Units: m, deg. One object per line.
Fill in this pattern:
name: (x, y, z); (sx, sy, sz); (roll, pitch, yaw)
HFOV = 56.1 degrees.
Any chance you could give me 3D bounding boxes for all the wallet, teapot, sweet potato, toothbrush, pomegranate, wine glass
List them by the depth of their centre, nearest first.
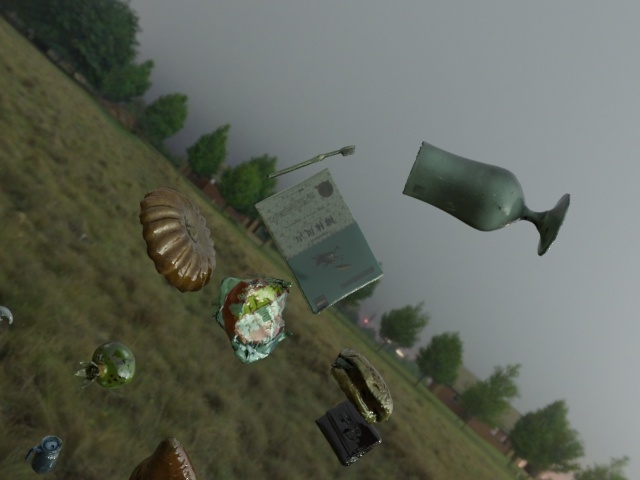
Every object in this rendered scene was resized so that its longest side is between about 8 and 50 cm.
wine glass: (0.244, -0.067, 0.908); (0.231, 0.103, 0.103); (24, -4, 7)
sweet potato: (-0.267, 0.421, 0.987); (0.112, 0.359, 0.112); (14, 41, -12)
teapot: (-0.595, 0.459, 1.289); (0.063, 0.083, 0.049); (19, 26, -20)
toothbrush: (-0.029, -0.247, 1.886); (0.026, 0.294, 0.028); (74, -1, -62)
pomegranate: (-0.713, 0.418, 1.983); (0.220, 0.156, 0.156); (-4, 36, -47)
wallet: (0.105, 0.717, 2.263); (0.229, 0.182, 0.049); (50, -15, 47)

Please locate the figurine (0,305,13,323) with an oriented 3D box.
figurine: (-1.041, 0.239, 1.870); (0.192, 0.126, 0.147); (-14, -82, 46)

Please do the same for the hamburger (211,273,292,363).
hamburger: (-0.220, 0.228, 1.835); (0.260, 0.276, 0.150); (-11, 20, -43)

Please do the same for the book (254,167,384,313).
book: (0.000, 0.000, 1.827); (0.379, 0.264, 0.031); (61, -15, -2)

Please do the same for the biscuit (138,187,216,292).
biscuit: (-0.405, -0.008, 1.767); (0.326, 0.107, 0.326); (-21, 90, -76)

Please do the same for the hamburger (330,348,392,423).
hamburger: (0.144, 0.503, 2.087); (0.265, 0.134, 0.285); (54, -8, -10)
